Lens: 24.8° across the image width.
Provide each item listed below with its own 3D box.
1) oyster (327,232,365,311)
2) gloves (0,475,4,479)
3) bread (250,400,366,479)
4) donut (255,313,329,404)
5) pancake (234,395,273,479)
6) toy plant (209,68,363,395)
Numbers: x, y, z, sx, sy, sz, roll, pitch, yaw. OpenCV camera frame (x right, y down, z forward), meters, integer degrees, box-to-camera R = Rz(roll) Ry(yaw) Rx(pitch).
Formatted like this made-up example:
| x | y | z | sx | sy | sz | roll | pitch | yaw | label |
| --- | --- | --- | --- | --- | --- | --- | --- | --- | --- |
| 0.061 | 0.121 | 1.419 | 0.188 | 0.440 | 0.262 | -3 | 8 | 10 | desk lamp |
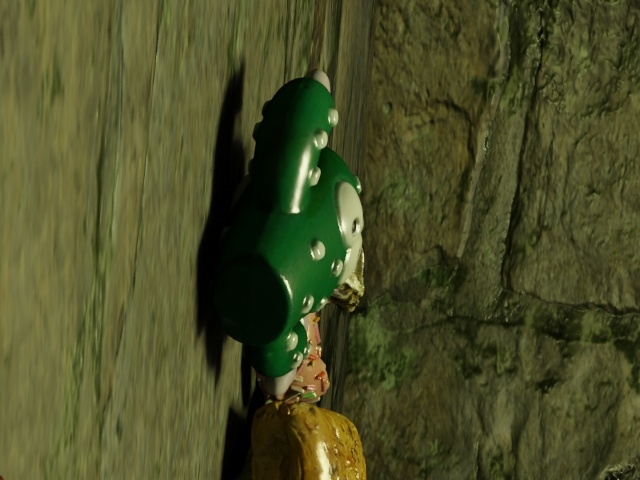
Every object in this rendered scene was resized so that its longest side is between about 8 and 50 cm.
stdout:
| x | y | z | sx | sy | sz | roll | pitch | yaw | label |
| --- | --- | --- | --- | --- | --- | --- | --- | --- | --- |
| 0.000 | 0.000 | 1.796 | 0.163 | 0.081 | 0.191 | 173 | -93 | -71 | oyster |
| -0.108 | 0.130 | 0.344 | 0.219 | 0.131 | 0.140 | -60 | 160 | -55 | gloves |
| -0.008 | 0.215 | 1.407 | 0.211 | 0.083 | 0.114 | 37 | 47 | -76 | bread |
| -0.028 | 0.083 | 1.418 | 0.117 | 0.065 | 0.166 | 2 | 85 | -73 | donut |
| -0.055 | 0.304 | 1.465 | 0.427 | 0.066 | 0.305 | -74 | 167 | -56 | pancake |
| -0.024 | -0.005 | 1.201 | 0.232 | 0.112 | 0.243 | 85 | 17 | -56 | toy plant |
